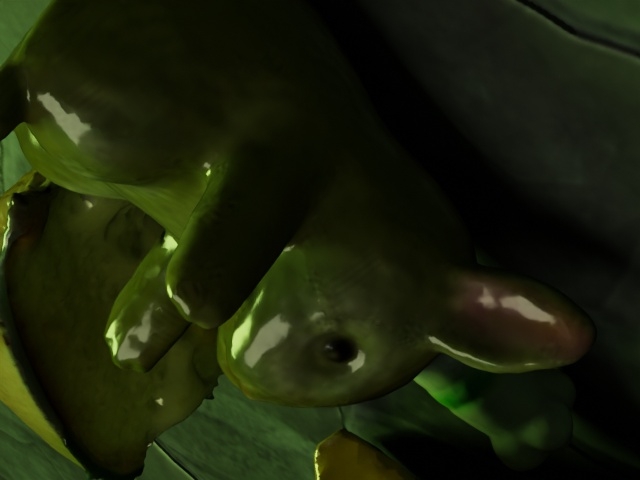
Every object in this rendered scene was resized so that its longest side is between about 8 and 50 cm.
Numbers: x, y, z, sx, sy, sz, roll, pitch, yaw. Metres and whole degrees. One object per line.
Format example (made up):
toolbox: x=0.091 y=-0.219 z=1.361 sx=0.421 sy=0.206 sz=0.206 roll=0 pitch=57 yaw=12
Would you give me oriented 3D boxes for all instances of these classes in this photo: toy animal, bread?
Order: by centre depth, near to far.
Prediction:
toy animal: x=-0.018 y=0.006 z=0.897 sx=0.363 sy=0.180 sz=0.181 roll=50 pitch=167 yaw=-3
bread: x=-0.151 y=0.014 z=1.108 sx=0.133 sy=0.174 sz=0.251 roll=28 pitch=152 yaw=33

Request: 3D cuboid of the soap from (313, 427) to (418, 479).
soap: x=0.062 y=0.200 z=1.015 sx=0.204 sy=0.096 sz=0.324 roll=39 pitch=176 yaw=6
